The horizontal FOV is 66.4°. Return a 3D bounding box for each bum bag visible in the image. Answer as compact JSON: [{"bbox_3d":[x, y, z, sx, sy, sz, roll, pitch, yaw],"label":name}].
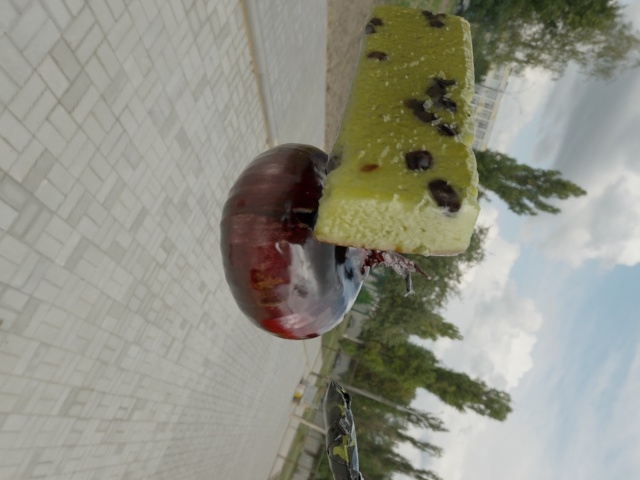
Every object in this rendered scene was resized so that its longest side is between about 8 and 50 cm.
[{"bbox_3d":[0.040,0.374,0.891,0.106,0.060,0.232,125,-44,-72],"label":"bum bag"}]

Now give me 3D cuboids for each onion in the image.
[{"bbox_3d":[0.000,0.000,0.663,0.273,0.285,0.273,1,90,-70],"label":"onion"}]

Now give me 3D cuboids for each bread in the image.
[{"bbox_3d":[0.092,-0.138,0.522,0.077,0.138,0.361,100,2,-49],"label":"bread"}]
